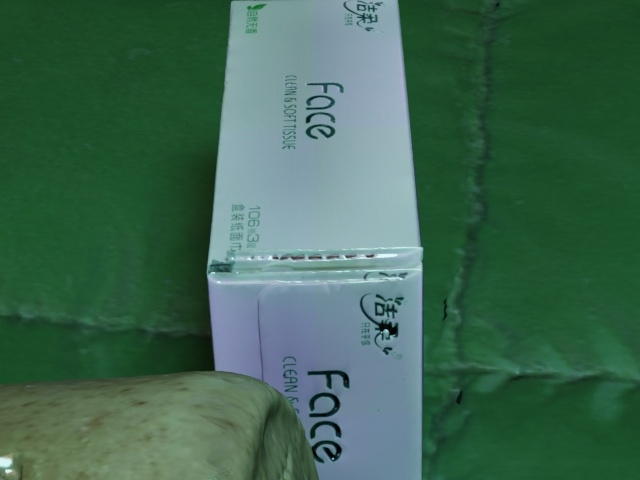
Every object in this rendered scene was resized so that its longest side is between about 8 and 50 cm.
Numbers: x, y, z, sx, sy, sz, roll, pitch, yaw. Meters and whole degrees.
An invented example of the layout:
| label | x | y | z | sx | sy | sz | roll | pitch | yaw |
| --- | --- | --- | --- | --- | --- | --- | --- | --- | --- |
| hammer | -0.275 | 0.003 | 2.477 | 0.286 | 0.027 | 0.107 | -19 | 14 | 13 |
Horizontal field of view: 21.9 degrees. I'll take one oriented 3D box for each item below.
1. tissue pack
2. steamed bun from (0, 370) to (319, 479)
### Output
| label | x | y | z | sx | sy | sz | roll | pitch | yaw |
| --- | --- | --- | --- | --- | --- | --- | --- | --- | --- |
| tissue pack | 0.000 | 0.000 | 0.781 | 0.092 | 0.149 | 0.246 | -2 | 35 | 1 |
| steamed bun | -0.111 | 0.153 | 0.519 | 0.251 | 0.199 | 0.301 | 2 | 36 | 5 |
